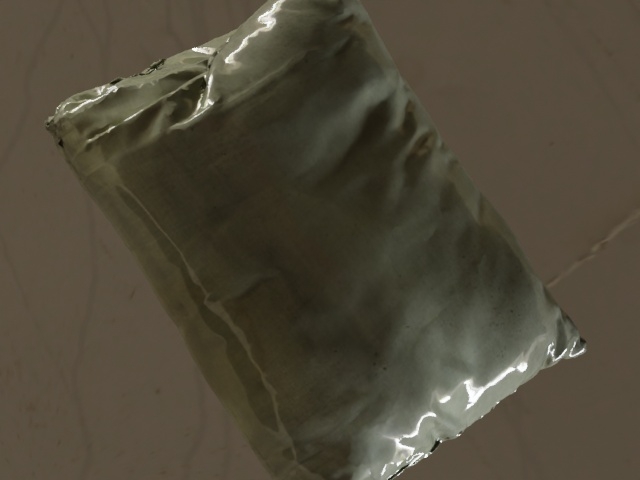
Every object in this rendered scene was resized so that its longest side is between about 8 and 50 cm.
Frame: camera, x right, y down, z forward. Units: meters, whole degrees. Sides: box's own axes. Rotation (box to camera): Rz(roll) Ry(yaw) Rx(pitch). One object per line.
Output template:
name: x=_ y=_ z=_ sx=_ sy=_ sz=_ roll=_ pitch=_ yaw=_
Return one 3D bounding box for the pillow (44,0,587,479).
pillow: x=0.000 y=0.000 z=0.494 sx=0.134 sy=0.078 sz=0.181 roll=-34 pitch=-91 yaw=-35
